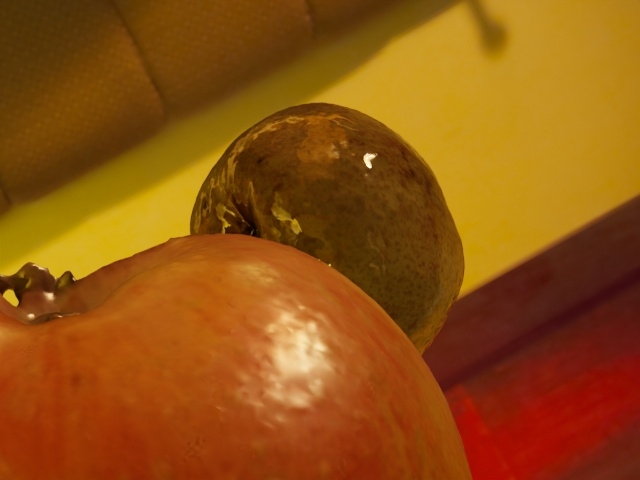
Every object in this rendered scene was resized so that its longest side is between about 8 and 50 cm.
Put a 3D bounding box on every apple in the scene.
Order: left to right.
[{"bbox_3d":[-0.066,0.126,0.440,0.293,0.251,0.163,-13,-163,-21],"label":"apple"}]

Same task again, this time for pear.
[{"bbox_3d":[0.000,0.000,1.030,0.188,0.228,0.211,-28,159,26],"label":"pear"}]
